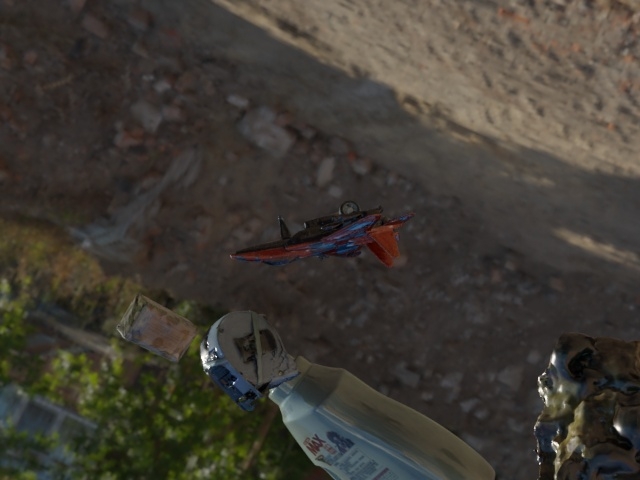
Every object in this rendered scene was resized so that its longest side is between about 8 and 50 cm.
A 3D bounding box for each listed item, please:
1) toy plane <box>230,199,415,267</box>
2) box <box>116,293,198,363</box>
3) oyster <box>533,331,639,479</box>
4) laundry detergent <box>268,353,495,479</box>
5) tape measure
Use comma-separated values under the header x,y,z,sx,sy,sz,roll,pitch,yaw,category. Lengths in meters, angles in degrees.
x,y,z,sx,sy,sz,roll,pitch,yaw,category
0.000,-0.003,1.075,0.189,0.061,0.130,-1,162,-9,toy plane
-0.223,0.121,1.411,0.098,0.062,0.045,31,-179,-35,box
0.351,0.283,1.254,0.221,0.361,0.096,11,156,21,oyster
0.059,0.322,1.655,0.398,0.124,0.264,37,143,2,laundry detergent
-0.077,0.119,1.044,0.094,0.091,0.054,54,134,6,tape measure
